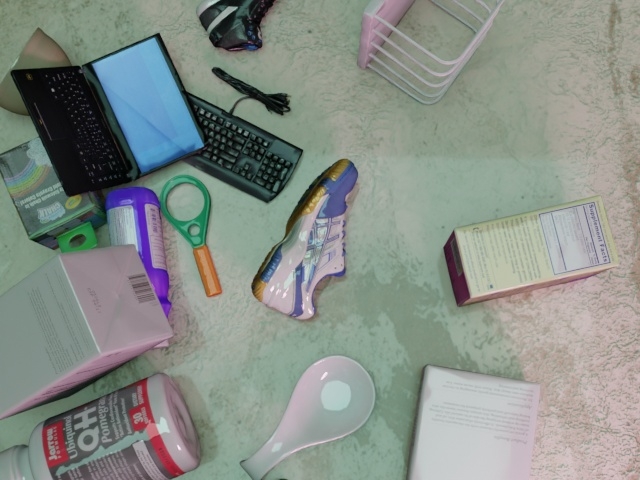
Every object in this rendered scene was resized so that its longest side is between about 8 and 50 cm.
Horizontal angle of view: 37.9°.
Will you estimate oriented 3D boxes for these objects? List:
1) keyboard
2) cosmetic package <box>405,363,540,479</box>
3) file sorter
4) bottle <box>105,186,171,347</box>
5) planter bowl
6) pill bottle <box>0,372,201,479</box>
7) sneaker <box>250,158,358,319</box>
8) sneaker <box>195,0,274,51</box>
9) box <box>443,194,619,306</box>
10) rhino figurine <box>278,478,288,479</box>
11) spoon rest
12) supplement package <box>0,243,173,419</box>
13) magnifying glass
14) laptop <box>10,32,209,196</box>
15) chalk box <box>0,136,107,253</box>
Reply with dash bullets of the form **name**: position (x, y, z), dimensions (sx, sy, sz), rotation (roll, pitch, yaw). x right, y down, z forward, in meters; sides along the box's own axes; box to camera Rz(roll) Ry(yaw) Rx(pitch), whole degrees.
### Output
- **keyboard**: position (-0.178, -0.220, 1.722), dimensions (0.317, 0.033, 0.201), rotation (27, 83, 6)
- **cosmetic package**: position (0.238, 0.401, 1.540), dimensions (0.197, 0.155, 0.366), rotation (10, 83, 5)
- **file sorter**: position (0.189, -0.371, 1.603), dimensions (0.173, 0.278, 0.193), rotation (36, 85, 4)
- **bottle**: position (-0.318, 0.052, 1.644), dimensions (0.092, 0.118, 0.283), rotation (-9, 82, 1)
- **planter bowl**: position (-0.511, -0.291, 1.699), dimensions (0.109, 0.162, 0.162), rotation (32, 84, -19)
- **pill bottle**: position (-0.378, 0.360, 1.570), dimensions (0.318, 0.176, 0.176), rotation (-23, 81, -1)
- **sneaker**: position (0.000, 0.000, 1.654), dimensions (0.131, 0.112, 0.296), rotation (32, 86, -10)
- **sneaker**: position (-0.112, -0.425, 1.731), dimensions (0.217, 0.079, 0.121), rotation (-27, 84, 7)
- **box**: position (0.343, 0.023, 1.561), dimensions (0.243, 0.213, 0.117), rotation (-12, 81, 2)
- **rhino figurine**: position (-0.148, 0.493, 1.571), dimensions (0.243, 0.106, 0.073), rotation (-35, 80, -2)
- **spoon rest**: position (-0.024, 0.315, 1.604), dimensions (0.276, 0.084, 0.137), rotation (-43, 82, -3)
- **supplement package**: position (-0.427, 0.151, 1.547), dimensions (0.293, 0.175, 0.177), rotation (-30, 80, 30)
- **magnifying glass**: position (-0.227, -0.010, 1.697), dimensions (0.092, 0.026, 0.231), rotation (-19, 79, 0)
- **laptop**: position (-0.360, -0.226, 1.627), dimensions (0.136, 0.264, 0.234), rotation (-26, 89, 31)
- **chalk box**: position (-0.464, -0.070, 1.665), dimensions (0.132, 0.132, 0.213), rotation (-26, 82, -2)
